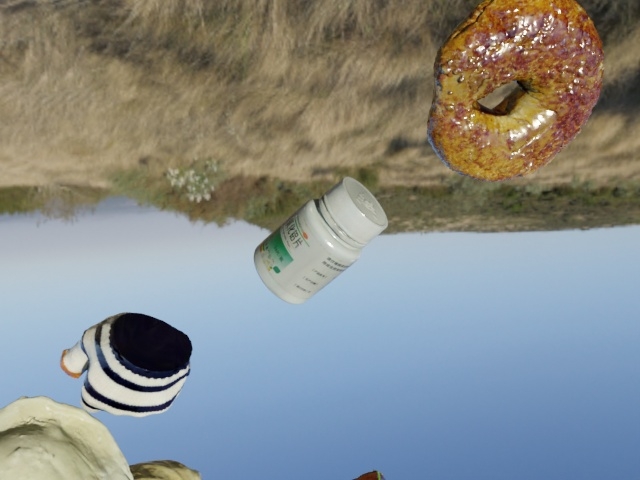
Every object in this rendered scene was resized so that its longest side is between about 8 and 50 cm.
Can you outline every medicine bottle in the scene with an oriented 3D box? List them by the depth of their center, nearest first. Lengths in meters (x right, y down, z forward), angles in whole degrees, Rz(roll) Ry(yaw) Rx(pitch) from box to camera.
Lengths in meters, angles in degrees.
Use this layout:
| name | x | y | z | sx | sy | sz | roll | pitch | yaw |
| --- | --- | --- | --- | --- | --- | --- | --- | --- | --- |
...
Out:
| name | x | y | z | sx | sy | sz | roll | pitch | yaw |
| --- | --- | --- | --- | --- | --- | --- | --- | --- | --- |
| medicine bottle | 0.000 | 0.000 | 0.605 | 0.130 | 0.080 | 0.080 | -41 | 166 | 24 |

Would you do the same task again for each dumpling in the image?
| name | x | y | z | sx | sy | sz | roll | pitch | yaw |
| --- | --- | --- | --- | --- | --- | --- | --- | --- | --- |
| dumpling | -0.332 | 0.293 | 0.720 | 0.252 | 0.179 | 0.131 | 26 | 140 | -13 |

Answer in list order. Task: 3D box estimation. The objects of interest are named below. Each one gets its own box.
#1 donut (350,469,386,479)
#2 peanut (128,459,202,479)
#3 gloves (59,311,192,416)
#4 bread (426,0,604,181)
| name | x | y | z | sx | sy | sz | roll | pitch | yaw |
| --- | --- | --- | --- | --- | --- | --- | --- | --- | --- |
| donut | 0.063 | 0.561 | 1.136 | 0.235 | 0.235 | 0.089 | -6 | -150 | -42 |
| peanut | -0.335 | 0.434 | 0.923 | 0.313 | 0.152 | 0.152 | -3 | -177 | -21 |
| gloves | -0.253 | 0.177 | 0.767 | 0.140 | 0.131 | 0.219 | 3 | 140 | -35 |
| bread | 0.185 | -0.138 | 0.553 | 0.193 | 0.193 | 0.064 | -4 | -145 | -22 |
